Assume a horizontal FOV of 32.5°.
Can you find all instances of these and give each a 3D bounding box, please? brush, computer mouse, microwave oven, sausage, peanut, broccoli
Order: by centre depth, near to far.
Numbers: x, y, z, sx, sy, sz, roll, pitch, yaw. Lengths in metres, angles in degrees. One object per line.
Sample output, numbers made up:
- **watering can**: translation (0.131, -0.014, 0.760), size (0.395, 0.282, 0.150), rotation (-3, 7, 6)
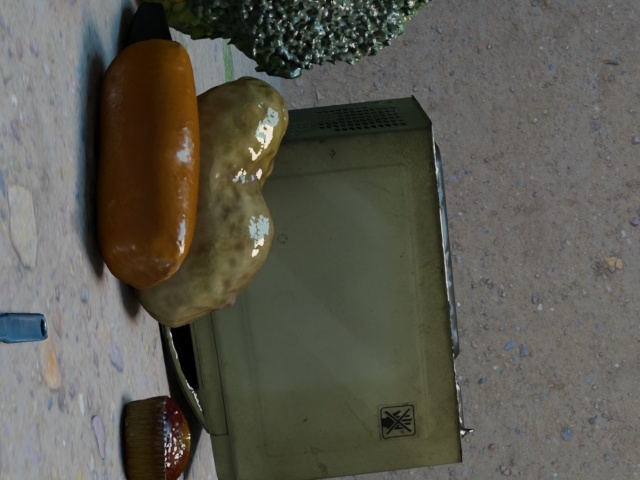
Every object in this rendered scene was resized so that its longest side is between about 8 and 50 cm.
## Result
- **brush**: translation (-0.194, 0.053, 0.671), size (0.164, 0.014, 0.051), rotation (58, 28, -86)
- **sausage**: translation (-0.151, -0.076, 0.965), size (0.098, 0.098, 0.238), rotation (79, 8, -64)
- **peanut**: translation (-0.105, -0.038, 1.060), size (0.122, 0.137, 0.253), rotation (32, 66, -76)
- **computer mouse**: translation (-0.173, -0.181, 1.131), size (0.099, 0.057, 0.172), rotation (79, -6, -45)
- **microwave oven**: translation (-0.011, 0.050, 1.286), size (0.247, 0.333, 0.394), rotation (-102, -175, -74)
- **broccoli**: translation (-0.096, -0.340, 1.318), size (0.274, 0.397, 0.353), rotation (-59, 150, -3)

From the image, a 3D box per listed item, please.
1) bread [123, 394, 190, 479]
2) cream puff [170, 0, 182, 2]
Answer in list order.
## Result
- **bread**: translation (-0.145, 0.182, 0.994), size (0.085, 0.053, 0.085), rotation (-5, 90, -87)
- **cream puff**: translation (-0.145, -0.305, 0.923), size (0.195, 0.195, 0.220), rotation (-51, 124, -86)
